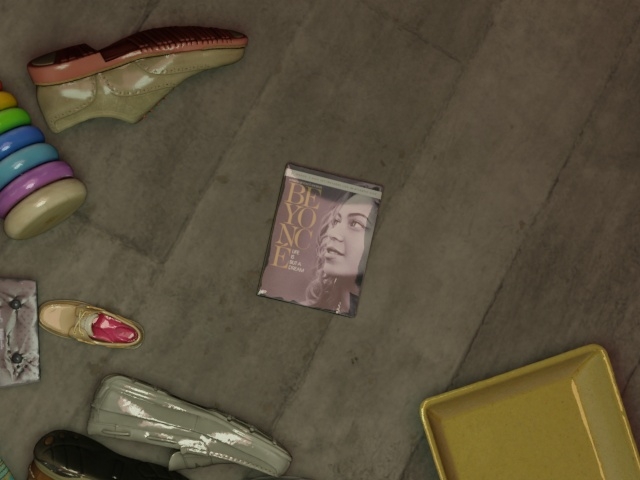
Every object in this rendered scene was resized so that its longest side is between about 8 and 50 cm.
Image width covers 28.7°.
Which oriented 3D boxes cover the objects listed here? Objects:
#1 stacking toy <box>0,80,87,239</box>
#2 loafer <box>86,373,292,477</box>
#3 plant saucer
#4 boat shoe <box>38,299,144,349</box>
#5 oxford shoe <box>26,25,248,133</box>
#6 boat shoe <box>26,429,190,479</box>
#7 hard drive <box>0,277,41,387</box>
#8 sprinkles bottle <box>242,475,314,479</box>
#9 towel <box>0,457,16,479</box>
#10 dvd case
[{"bbox_3d":[-0.498,-0.168,1.907,0.141,0.141,0.330,-33,84,-12],"label":"stacking toy"},{"bbox_3d":[-0.201,0.304,1.916,0.319,0.112,0.112,21,86,0],"label":"loafer"},{"bbox_3d":[0.345,0.369,2.013,0.332,0.081,0.333,-16,87,-12],"label":"plant saucer"},{"bbox_3d":[-0.354,0.128,1.926,0.170,0.059,0.063,12,82,-9],"label":"boat shoe"},{"bbox_3d":[-0.279,-0.257,1.971,0.348,0.123,0.130,-13,113,-12],"label":"oxford shoe"},{"bbox_3d":[-0.294,0.403,1.891,0.324,0.122,0.120,27,110,-4],"label":"boat shoe"},{"bbox_3d":[-0.555,0.144,1.891,0.254,0.054,0.172,-3,84,-10],"label":"hard drive"},{"bbox_3d":[-0.064,0.543,1.905,0.121,0.121,0.356,0,85,-10],"label":"sprinkles bottle"},{"bbox_3d":[-0.497,0.491,1.792,0.271,0.040,0.370,-40,106,-34],"label":"towel"},{"bbox_3d":[0.000,0.000,2.024,0.164,0.018,0.221,14,82,-8],"label":"dvd case"}]
